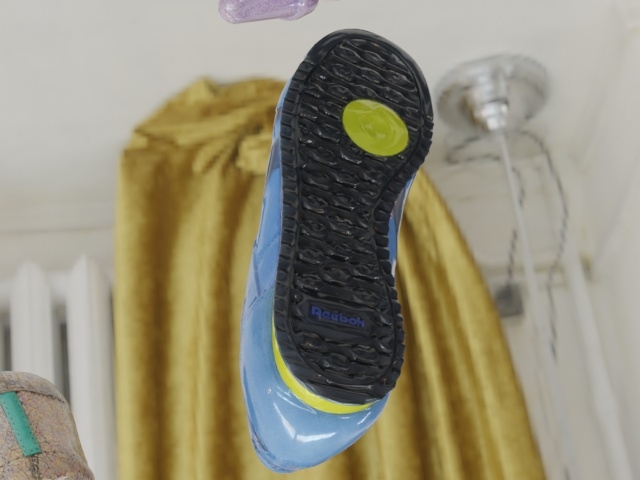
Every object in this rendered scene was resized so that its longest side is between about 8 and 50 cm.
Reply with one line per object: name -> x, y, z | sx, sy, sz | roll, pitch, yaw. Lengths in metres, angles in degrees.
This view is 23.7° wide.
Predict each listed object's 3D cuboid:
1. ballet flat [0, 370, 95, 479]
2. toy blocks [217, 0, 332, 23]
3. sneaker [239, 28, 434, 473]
ballet flat -> -0.153, 0.220, 0.832 | 0.108, 0.106, 0.316 | -21, 126, -23
toy blocks -> -0.066, -0.289, 0.800 | 0.260, 0.309, 0.288 | -39, 171, -28
sneaker -> 0.000, 0.000, 0.650 | 0.069, 0.209, 0.082 | 17, 142, -12
